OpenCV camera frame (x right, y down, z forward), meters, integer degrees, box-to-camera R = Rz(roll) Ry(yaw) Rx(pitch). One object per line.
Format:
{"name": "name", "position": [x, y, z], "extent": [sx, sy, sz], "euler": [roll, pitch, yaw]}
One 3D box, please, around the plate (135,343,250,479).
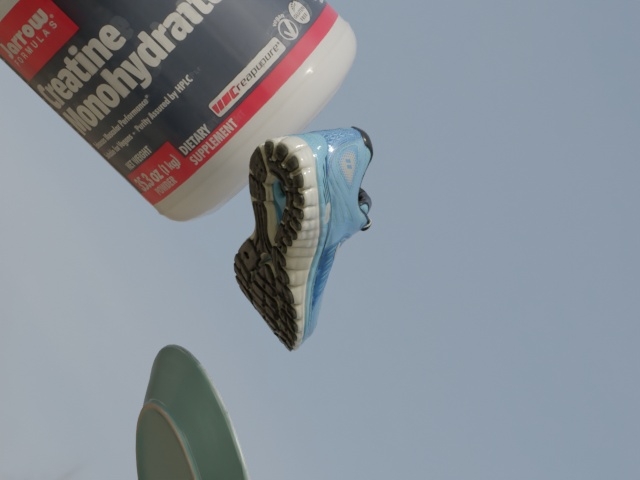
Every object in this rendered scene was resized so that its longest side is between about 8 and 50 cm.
{"name": "plate", "position": [-0.076, 0.154, 1.020], "extent": [0.188, 0.024, 0.188], "euler": [169, -90, -68]}

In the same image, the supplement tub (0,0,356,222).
{"name": "supplement tub", "position": [-0.126, -0.164, 1.229], "extent": [0.272, 0.191, 0.191], "euler": [44, -22, -9]}

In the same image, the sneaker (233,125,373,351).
{"name": "sneaker", "position": [0.000, 0.000, 0.986], "extent": [0.063, 0.073, 0.162], "euler": [51, -31, 28]}
